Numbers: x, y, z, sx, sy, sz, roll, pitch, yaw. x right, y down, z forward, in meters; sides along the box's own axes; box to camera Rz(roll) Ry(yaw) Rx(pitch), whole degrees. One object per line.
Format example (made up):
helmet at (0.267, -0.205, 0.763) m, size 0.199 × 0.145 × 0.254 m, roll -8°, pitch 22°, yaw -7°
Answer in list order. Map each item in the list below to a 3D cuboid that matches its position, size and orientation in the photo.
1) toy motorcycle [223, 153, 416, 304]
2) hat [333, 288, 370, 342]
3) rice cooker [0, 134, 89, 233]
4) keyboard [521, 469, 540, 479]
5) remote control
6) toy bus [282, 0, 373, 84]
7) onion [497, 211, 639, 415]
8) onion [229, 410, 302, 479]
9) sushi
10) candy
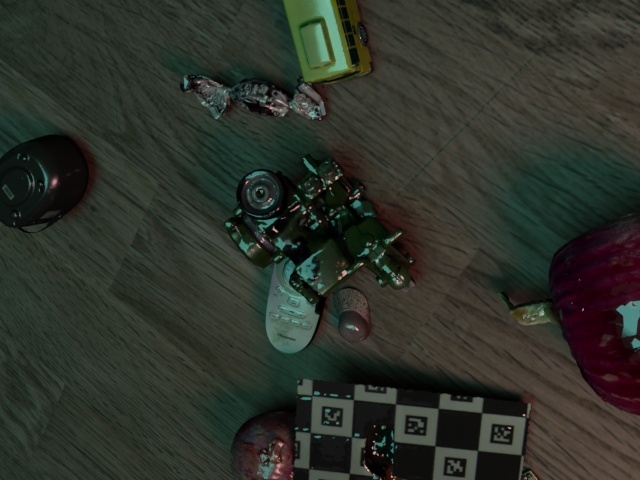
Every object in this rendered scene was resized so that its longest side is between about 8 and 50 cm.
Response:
toy motorcycle at (0.000, 0.000, 1.126) m, size 0.205 × 0.127 × 0.275 m, roll -40°, pitch 86°, yaw 7°
hat at (0.044, 0.119, 1.213) m, size 0.058 × 0.042 × 0.087 m, roll -13°, pitch 98°, yaw 28°
rice cooker at (-0.501, -0.098, 1.371) m, size 0.203 × 0.118 × 0.142 m, roll -38°, pitch 87°, yaw 26°
keyboard at (0.337, 0.404, 1.168) m, size 0.049 × 0.015 × 0.129 m, roll -41°, pitch 85°, yaw 29°
remote control at (-0.029, 0.061, 1.231) m, size 0.097 × 0.045 × 0.256 m, roll 18°, pitch 109°, yaw 9°
toy bus at (0.005, -0.304, 1.078) m, size 0.088 × 0.101 × 0.175 m, roll -9°, pitch 102°, yaw 28°
onion at (0.386, 0.093, 0.939) m, size 0.256 × 0.230 × 0.272 m, roll 46°, pitch 111°, yaw 7°
onion at (-0.082, 0.350, 1.292) m, size 0.195 × 0.159 × 0.159 m, roll 17°, pitch 114°, yaw 52°
sushi at (0.131, 0.380, 1.214) m, size 0.343 × 0.064 × 0.359 m, roll 4°, pitch 106°, yaw 7°
candy at (-0.102, -0.215, 1.168) m, size 0.226 × 0.094 × 0.051 m, roll 9°, pitch 68°, yaw 18°
